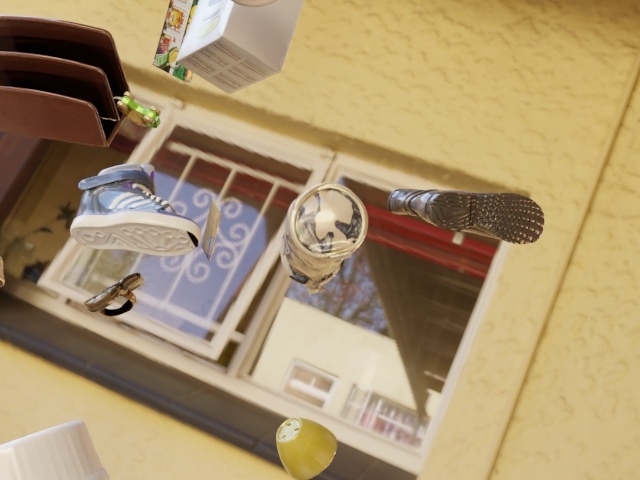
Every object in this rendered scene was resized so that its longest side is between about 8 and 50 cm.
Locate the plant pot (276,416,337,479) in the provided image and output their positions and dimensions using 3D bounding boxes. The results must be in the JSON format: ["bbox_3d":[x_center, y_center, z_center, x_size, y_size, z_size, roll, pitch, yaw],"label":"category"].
[{"bbox_3d":[-0.045,0.448,1.853,0.134,0.134,0.095,3,-42,50],"label":"plant pot"}]

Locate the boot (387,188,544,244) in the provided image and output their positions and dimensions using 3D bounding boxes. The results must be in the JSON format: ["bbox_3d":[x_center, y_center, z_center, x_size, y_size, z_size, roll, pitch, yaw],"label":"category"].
[{"bbox_3d":[0.351,-0.077,2.008,0.338,0.118,0.222,12,3,-23],"label":"boot"}]

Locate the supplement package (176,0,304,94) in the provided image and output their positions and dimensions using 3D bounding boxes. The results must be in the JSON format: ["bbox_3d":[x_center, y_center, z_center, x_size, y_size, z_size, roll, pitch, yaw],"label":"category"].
[{"bbox_3d":[-0.169,-0.444,1.751,0.149,0.194,0.203,27,-20,-31],"label":"supplement package"}]

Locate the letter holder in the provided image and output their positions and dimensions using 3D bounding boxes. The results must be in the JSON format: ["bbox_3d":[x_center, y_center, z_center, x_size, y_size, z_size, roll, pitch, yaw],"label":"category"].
[{"bbox_3d":[-0.581,-0.342,1.761,0.301,0.152,0.214,10,-38,11],"label":"letter holder"}]

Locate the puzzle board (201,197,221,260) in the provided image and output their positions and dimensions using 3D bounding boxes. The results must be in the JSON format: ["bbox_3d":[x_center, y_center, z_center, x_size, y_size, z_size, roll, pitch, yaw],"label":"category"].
[{"bbox_3d":[-0.256,-0.026,1.972,0.011,0.128,0.096,8,17,-22],"label":"puzzle board"}]

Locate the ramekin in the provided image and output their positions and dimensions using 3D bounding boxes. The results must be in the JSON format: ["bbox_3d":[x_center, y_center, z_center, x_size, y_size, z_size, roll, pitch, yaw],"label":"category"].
[{"bbox_3d":[-0.554,0.443,1.588,0.277,0.135,0.277,-18,-7,-2],"label":"ramekin"}]

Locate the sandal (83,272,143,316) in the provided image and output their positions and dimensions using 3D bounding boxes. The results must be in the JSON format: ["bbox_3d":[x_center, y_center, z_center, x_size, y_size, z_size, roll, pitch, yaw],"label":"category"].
[{"bbox_3d":[-0.378,0.111,1.560,0.060,0.090,0.219,60,0,-5],"label":"sandal"}]

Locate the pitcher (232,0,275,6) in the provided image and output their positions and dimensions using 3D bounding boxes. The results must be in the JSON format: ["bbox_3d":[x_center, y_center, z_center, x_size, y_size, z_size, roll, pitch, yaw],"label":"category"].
[{"bbox_3d":[-0.080,-0.477,1.495,0.177,0.126,0.207,0,13,-44],"label":"pitcher"}]

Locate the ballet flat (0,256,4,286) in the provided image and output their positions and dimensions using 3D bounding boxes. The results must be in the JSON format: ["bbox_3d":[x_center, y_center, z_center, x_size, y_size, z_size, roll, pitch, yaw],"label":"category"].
[{"bbox_3d":[-0.457,0.046,1.057,0.057,0.052,0.168,-17,-3,18],"label":"ballet flat"}]

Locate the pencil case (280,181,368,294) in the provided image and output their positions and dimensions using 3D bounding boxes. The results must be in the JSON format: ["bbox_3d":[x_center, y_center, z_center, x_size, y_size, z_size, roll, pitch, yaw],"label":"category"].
[{"bbox_3d":[0.000,0.000,1.846,0.410,0.159,0.184,119,-52,-78],"label":"pencil case"}]

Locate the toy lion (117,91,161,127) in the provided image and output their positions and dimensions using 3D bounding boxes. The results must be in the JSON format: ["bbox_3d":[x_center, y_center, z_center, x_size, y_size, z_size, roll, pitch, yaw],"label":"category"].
[{"bbox_3d":[-0.372,-0.259,1.713,0.100,0.034,0.096,29,-15,6],"label":"toy lion"}]

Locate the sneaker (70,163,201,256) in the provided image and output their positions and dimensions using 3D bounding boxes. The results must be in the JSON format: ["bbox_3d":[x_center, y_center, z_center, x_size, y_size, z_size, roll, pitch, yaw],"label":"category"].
[{"bbox_3d":[-0.392,-0.093,1.886,0.322,0.236,0.130,2,-38,19],"label":"sneaker"}]

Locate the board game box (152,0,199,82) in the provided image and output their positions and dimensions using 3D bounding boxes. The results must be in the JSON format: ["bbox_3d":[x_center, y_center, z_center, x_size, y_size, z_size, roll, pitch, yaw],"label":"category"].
[{"bbox_3d":[-0.334,-0.536,2.060,0.136,0.260,0.030,30,20,33],"label":"board game box"}]
